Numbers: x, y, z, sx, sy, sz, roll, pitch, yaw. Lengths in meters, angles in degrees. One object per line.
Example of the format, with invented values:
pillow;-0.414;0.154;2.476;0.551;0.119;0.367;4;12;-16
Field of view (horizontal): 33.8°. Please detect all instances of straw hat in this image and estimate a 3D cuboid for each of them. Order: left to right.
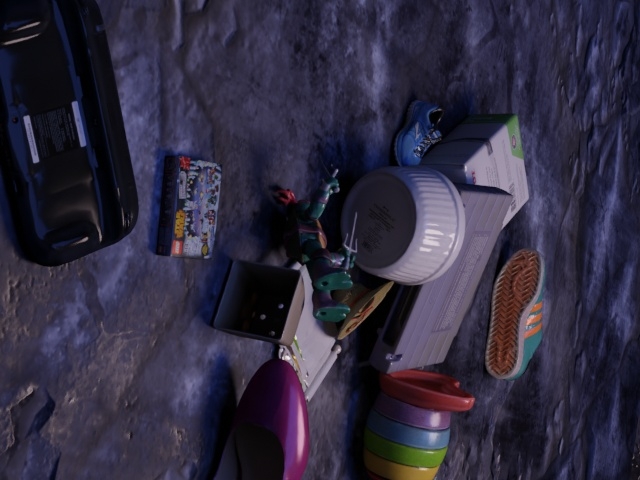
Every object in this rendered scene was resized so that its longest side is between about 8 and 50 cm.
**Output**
straw hat;0.054;0.099;1.770;0.144;0.061;0.144;-43;168;-11

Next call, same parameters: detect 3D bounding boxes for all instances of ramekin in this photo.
ramekin;0.129;-0.029;1.770;0.109;0.207;0.207;6;89;-48

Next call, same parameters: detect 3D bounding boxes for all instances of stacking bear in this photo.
stacking bear;0.151;0.388;1.894;0.175;0.164;0.289;-135;-123;-80

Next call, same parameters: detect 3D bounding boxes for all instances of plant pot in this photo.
plant pot;-0.079;0.101;1.555;0.096;0.109;0.109;55;48;-63

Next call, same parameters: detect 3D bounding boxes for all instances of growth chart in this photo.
growth chart;-0.026;0.141;1.710;0.172;0.021;0.237;-44;129;-45

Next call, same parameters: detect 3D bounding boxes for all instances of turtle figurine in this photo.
turtle figurine;0.000;0.000;1.624;0.175;0.118;0.234;66;11;-49

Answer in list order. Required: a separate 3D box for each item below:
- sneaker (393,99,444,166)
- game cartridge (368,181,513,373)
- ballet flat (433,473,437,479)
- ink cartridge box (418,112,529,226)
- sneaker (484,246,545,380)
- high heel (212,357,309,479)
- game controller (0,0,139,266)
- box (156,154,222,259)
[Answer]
sneaker;0.186;-0.192;1.950;0.063;0.073;0.162;46;56;-50
game cartridge;0.220;0.066;1.908;0.230;0.068;0.355;-3;117;-60
ballet flat;0.190;0.386;2.036;0.079;0.077;0.221;-52;137;-69
ink cartridge box;0.307;-0.115;2.109;0.273;0.114;0.198;-41;126;-48
sneaker;0.449;0.167;2.381;0.121;0.108;0.302;16;88;-57
high heel;-0.113;0.356;1.492;0.181;0.127;0.377;8;90;-68
game controller;-0.303;-0.132;1.229;0.166;0.067;0.319;-23;113;-39
box;-0.179;-0.044;1.445;0.094;0.027;0.137;6;89;-56
